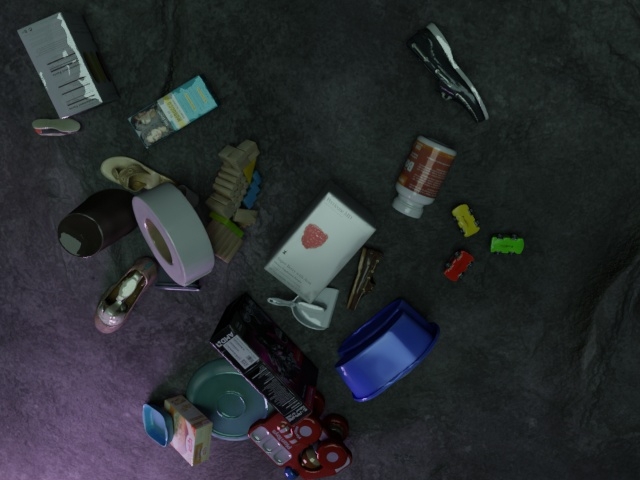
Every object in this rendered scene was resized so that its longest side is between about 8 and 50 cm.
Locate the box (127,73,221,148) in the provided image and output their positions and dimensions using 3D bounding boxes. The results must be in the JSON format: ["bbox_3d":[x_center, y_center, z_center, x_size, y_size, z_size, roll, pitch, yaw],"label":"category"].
[{"bbox_3d":[-0.412,-0.366,1.674,0.244,0.060,0.101,-29,104,10],"label":"box"}]

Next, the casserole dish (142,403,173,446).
[{"bbox_3d":[-0.532,0.603,1.947,0.037,0.188,0.114,-8,100,-41],"label":"casserole dish"}]

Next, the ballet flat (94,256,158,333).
[{"bbox_3d":[-0.621,0.181,1.831,0.107,0.106,0.316,35,106,-8],"label":"ballet flat"}]

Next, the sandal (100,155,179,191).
[{"bbox_3d":[-0.537,-0.181,1.727,0.239,0.079,0.088,19,107,-4],"label":"sandal"}]

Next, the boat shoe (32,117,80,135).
[{"bbox_3d":[-0.759,-0.324,1.711,0.136,0.049,0.043,1,150,-1],"label":"boat shoe"}]

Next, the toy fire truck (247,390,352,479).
[{"bbox_3d":[-0.055,0.656,1.928,0.254,0.169,0.302,-38,102,14],"label":"toy fire truck"}]

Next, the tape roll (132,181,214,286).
[{"bbox_3d":[-0.415,-0.017,1.668,0.100,0.286,0.286,-31,107,-27],"label":"tape roll"}]

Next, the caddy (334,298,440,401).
[{"bbox_3d":[0.203,0.340,1.783,0.341,0.241,0.179,-41,95,14],"label":"caddy"}]

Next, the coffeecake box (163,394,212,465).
[{"bbox_3d":[-0.435,0.615,1.926,0.185,0.068,0.143,24,113,40],"label":"coffeecake box"}]

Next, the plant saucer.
[{"bbox_3d":[-0.295,0.541,1.967,0.317,0.044,0.318,0,108,1],"label":"plant saucer"}]

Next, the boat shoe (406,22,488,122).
[{"bbox_3d":[0.345,-0.436,1.603,0.091,0.114,0.303,-34,91,11],"label":"boat shoe"}]

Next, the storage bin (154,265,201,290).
[{"bbox_3d":[-0.431,0.105,1.815,0.135,0.098,0.091,3,80,2],"label":"storage bin"}]

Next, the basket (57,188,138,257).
[{"bbox_3d":[-0.645,-0.046,1.697,0.204,0.227,0.154,-17,106,8],"label":"basket"}]

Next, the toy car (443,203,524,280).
[{"bbox_3d":[0.487,0.007,1.762,0.224,0.053,0.239,3,108,1],"label":"toy car"}]

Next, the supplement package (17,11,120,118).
[{"bbox_3d":[-0.678,-0.474,1.610,0.133,0.139,0.244,-19,107,9],"label":"supplement package"}]

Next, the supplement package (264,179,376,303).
[{"bbox_3d":[0.000,0.000,1.714,0.177,0.175,0.293,38,105,-8],"label":"supplement package"}]

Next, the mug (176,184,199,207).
[{"bbox_3d":[-0.399,-0.125,1.750,0.078,0.064,0.062,10,82,38],"label":"mug"}]

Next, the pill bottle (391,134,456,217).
[{"bbox_3d":[0.287,-0.179,1.675,0.121,0.121,0.216,22,107,-5],"label":"pill bottle"}]

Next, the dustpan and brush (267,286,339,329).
[{"bbox_3d":[-0.060,0.200,1.839,0.211,0.060,0.147,14,108,-3],"label":"dustpan and brush"}]

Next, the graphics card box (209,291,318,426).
[{"bbox_3d":[-0.160,0.356,1.803,0.094,0.233,0.371,-39,102,17],"label":"graphics card box"}]

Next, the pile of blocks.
[{"bbox_3d":[-0.265,-0.123,1.738,0.112,0.149,0.362,26,101,39],"label":"pile of blocks"}]

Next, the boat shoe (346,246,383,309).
[{"bbox_3d":[0.135,0.123,1.801,0.073,0.073,0.207,16,108,-1],"label":"boat shoe"}]
